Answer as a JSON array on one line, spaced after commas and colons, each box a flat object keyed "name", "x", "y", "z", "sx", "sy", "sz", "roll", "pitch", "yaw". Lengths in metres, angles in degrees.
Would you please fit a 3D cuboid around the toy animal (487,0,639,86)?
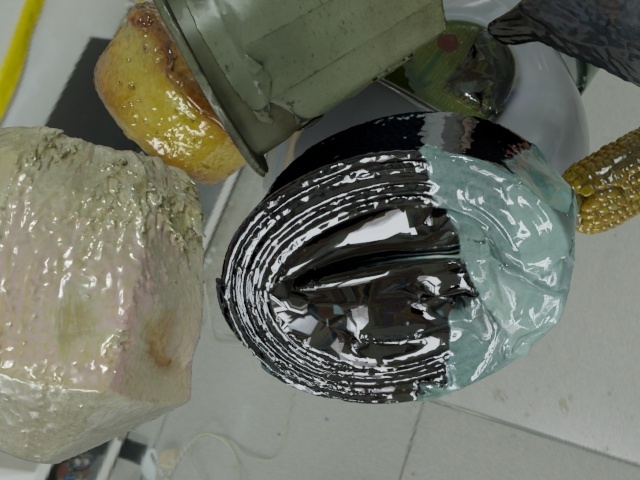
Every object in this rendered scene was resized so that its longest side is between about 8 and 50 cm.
[{"name": "toy animal", "x": 0.160, "y": -0.122, "z": 0.395, "sx": 0.117, "sy": 0.121, "sz": 0.210, "roll": -38, "pitch": 55, "yaw": 24}]

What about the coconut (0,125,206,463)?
[{"name": "coconut", "x": -0.260, "y": 0.066, "z": 0.738, "sx": 0.297, "sy": 0.297, "sz": 0.309, "roll": -3, "pitch": 73, "yaw": 23}]

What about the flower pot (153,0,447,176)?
[{"name": "flower pot", "x": -0.012, "y": -0.184, "z": 0.601, "sx": 0.203, "sy": 0.212, "sz": 0.212, "roll": -24, "pitch": 60, "yaw": 2}]

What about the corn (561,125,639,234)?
[{"name": "corn", "x": 0.294, "y": -0.072, "z": 0.623, "sx": 0.207, "sy": 0.068, "sz": 0.068, "roll": -31, "pitch": 59, "yaw": 2}]

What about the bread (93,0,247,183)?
[{"name": "bread", "x": -0.247, "y": -0.289, "z": 1.398, "sx": 0.215, "sy": 0.398, "sz": 0.398, "roll": -43, "pitch": 57, "yaw": 20}]

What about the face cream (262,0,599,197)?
[{"name": "face cream", "x": 0.128, "y": -0.120, "z": 0.772, "sx": 0.312, "sy": 0.219, "sz": 0.357, "roll": 33, "pitch": 70, "yaw": 14}]

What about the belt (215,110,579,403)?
[{"name": "belt", "x": 0.043, "y": 0.014, "z": 0.398, "sx": 0.198, "sy": 0.151, "sz": 0.078, "roll": -22, "pitch": 19, "yaw": 27}]
